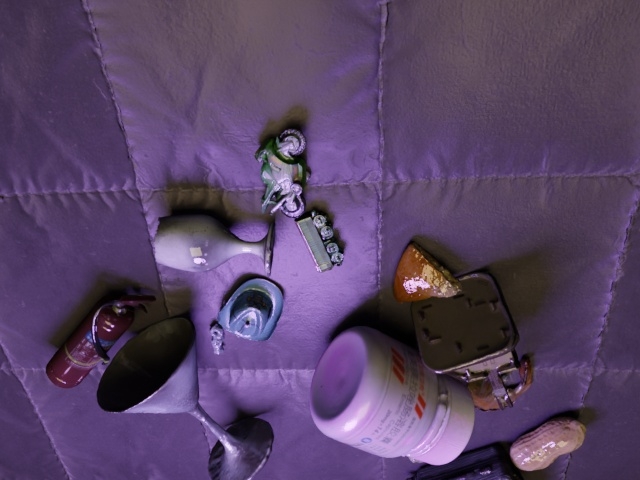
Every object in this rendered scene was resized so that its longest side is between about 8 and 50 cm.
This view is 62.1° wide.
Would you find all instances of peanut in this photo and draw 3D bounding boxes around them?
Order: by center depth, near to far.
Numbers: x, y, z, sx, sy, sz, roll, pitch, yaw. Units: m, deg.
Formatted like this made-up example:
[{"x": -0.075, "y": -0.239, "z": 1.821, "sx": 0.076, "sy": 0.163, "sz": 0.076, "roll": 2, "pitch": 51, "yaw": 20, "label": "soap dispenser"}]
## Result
[{"x": 0.594, "y": 0.530, "z": 1.385, "sx": 0.098, "sy": 0.090, "sz": 0.214, "roll": 42, "pitch": 117, "yaw": -6, "label": "peanut"}]

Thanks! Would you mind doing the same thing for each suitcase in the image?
[{"x": 0.411, "y": 0.702, "z": 1.480, "sx": 0.312, "sy": 0.128, "sz": 0.202, "roll": -27, "pitch": 116, "yaw": 19, "label": "suitcase"}]

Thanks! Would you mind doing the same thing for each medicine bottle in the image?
[{"x": 0.166, "y": 0.365, "z": 1.220, "sx": 0.324, "sy": 0.256, "sz": 0.256, "roll": 30, "pitch": 119, "yaw": -22, "label": "medicine bottle"}]

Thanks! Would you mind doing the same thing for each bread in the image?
[{"x": 0.216, "y": 0.068, "z": 1.151, "sx": 0.154, "sy": 0.054, "sz": 0.136, "roll": -13, "pitch": 110, "yaw": 22, "label": "bread"}]

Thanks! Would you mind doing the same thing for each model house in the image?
[{"x": 0.347, "y": 0.248, "z": 1.192, "sx": 0.204, "sy": 0.218, "sz": 0.279, "roll": -21, "pitch": 131, "yaw": 17, "label": "model house"}]

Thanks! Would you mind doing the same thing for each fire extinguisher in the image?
[{"x": -0.530, "y": 0.233, "z": 1.289, "sx": 0.341, "sy": 0.105, "sz": 0.141, "roll": -43, "pitch": 147, "yaw": 24, "label": "fire extinguisher"}]

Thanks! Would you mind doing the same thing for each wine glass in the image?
[{"x": -0.216, "y": 0.009, "z": 1.110, "sx": 0.241, "sy": 0.126, "sz": 0.127, "roll": 6, "pitch": 122, "yaw": -1, "label": "wine glass"}, {"x": -0.302, "y": 0.415, "z": 1.295, "sx": 0.267, "sy": 0.267, "sz": 0.406, "roll": -24, "pitch": 120, "yaw": 17, "label": "wine glass"}]

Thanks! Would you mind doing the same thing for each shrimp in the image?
[{"x": 0.446, "y": 0.331, "z": 1.300, "sx": 0.173, "sy": 0.058, "sz": 0.253, "roll": 5, "pitch": 123, "yaw": -7, "label": "shrimp"}]

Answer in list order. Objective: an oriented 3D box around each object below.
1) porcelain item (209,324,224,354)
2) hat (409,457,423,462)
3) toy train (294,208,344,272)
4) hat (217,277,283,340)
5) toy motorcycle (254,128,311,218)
[{"x": -0.254, "y": 0.241, "z": 1.308, "sx": 0.036, "sy": 0.028, "sz": 0.083, "roll": 2, "pitch": 120, "yaw": 6, "label": "porcelain item"}, {"x": 0.282, "y": 0.530, "z": 1.422, "sx": 0.122, "sy": 0.081, "sz": 0.166, "roll": 23, "pitch": 110, "yaw": -12, "label": "hat"}, {"x": 0.000, "y": 0.000, "z": 1.138, "sx": 0.070, "sy": 0.038, "sz": 0.148, "roll": -17, "pitch": 118, "yaw": 14, "label": "toy train"}, {"x": -0.165, "y": 0.179, "z": 1.235, "sx": 0.138, "sy": 0.078, "sz": 0.191, "roll": 25, "pitch": 120, "yaw": -9, "label": "hat"}, {"x": -0.078, "y": -0.131, "z": 1.048, "sx": 0.106, "sy": 0.074, "sz": 0.190, "roll": 8, "pitch": 123, "yaw": 10, "label": "toy motorcycle"}]
